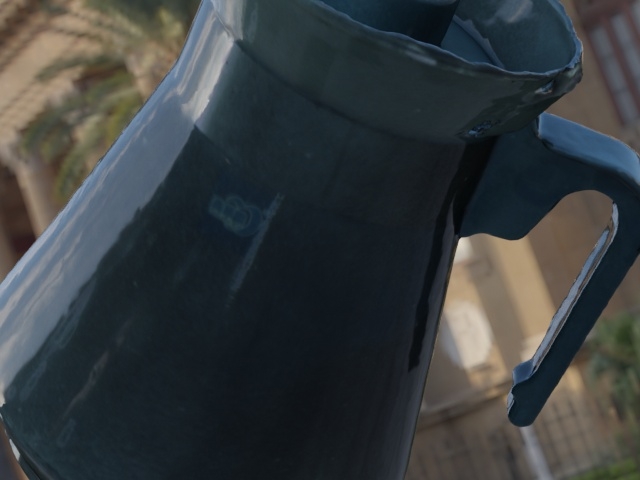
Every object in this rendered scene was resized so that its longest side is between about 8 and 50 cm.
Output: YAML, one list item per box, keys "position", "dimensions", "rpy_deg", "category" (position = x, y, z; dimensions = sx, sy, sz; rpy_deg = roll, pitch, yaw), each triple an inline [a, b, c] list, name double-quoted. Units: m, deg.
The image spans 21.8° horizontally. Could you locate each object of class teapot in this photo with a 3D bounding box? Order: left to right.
- position: [0.000, 0.000, 0.594]
  dimensions: [0.171, 0.203, 0.225]
  rpy_deg: [-78, 12, -58]
  category: "teapot"
